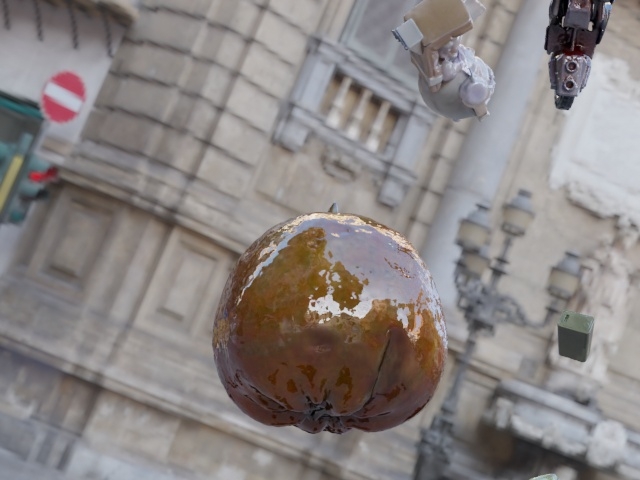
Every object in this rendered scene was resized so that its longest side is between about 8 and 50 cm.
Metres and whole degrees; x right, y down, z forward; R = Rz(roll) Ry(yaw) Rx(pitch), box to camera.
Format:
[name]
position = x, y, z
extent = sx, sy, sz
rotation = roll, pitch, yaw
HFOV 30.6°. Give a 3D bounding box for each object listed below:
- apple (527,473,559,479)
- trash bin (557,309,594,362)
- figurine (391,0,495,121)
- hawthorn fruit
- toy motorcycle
[apple]
position = 0.312, 0.454, 1.693
extent = 0.207, 0.188, 0.174
rotation = 2, -42, -24
[trash bin]
position = 0.471, 0.178, 2.163
extent = 0.061, 0.043, 0.092
rotation = 16, -38, 22
[figurine]
position = 0.214, -0.281, 1.860
extent = 0.236, 0.141, 0.162
rotation = 58, 1, -45
[hawthorn fruit]
position = 0.009, 0.076, 1.374
extent = 0.277, 0.298, 0.277
rotation = 4, -29, 2
[toy motorcycle]
position = 0.339, -0.282, 1.541
extent = 0.082, 0.213, 0.122
rotation = 7, -6, 9
